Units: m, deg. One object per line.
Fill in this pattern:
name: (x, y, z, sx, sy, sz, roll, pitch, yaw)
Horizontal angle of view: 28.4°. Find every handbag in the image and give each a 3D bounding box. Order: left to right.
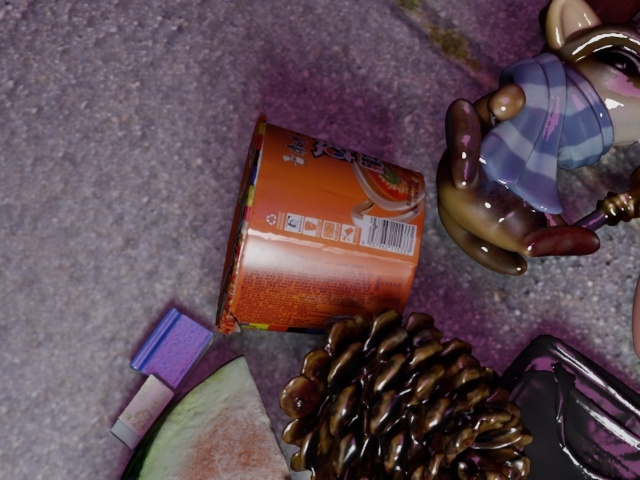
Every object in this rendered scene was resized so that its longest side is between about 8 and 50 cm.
handbag: (0.289, 0.261, 1.402, 0.275, 0.088, 0.244, 37, 70, 12)

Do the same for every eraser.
eraser: (-0.199, 0.193, 1.426, 0.038, 0.019, 0.083, 38, 97, 9)
eraser: (-0.170, 0.128, 1.459, 0.063, 0.027, 0.084, 31, 73, 10)

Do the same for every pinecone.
pinecone: (0.088, 0.191, 1.289, 0.272, 0.224, 0.224, 32, 71, 30)

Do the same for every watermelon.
watermelon: (-0.119, 0.283, 1.363, 0.232, 0.193, 0.310, 23, 57, 26)

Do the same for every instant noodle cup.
instant noodle cup: (0.000, 0.000, 1.407, 0.192, 0.250, 0.250, 12, 70, -6)

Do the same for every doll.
doll: (0.278, -0.107, 1.439, 0.209, 0.318, 0.340, 26, 63, 39)

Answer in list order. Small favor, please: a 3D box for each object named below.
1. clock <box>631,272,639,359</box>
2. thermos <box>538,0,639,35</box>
clock: (0.433, 0.059, 1.394, 0.142, 0.241, 0.227, 10, 71, 5)
thermos: (0.389, -0.330, 1.608, 0.232, 0.099, 0.124, -44, 114, -17)
